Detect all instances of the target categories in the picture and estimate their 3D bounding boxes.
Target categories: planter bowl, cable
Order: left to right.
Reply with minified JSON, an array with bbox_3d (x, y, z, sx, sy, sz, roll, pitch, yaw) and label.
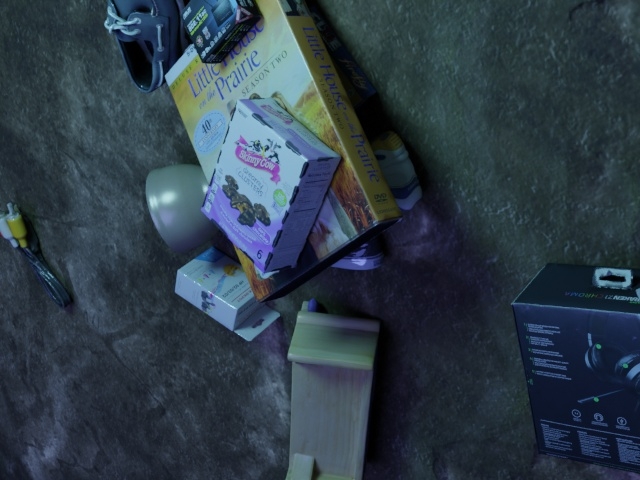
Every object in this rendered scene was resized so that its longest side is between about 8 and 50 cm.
[{"bbox_3d":[-0.677,0.036,2.149,0.140,0.072,0.287,-1,116,45],"label":"cable"},{"bbox_3d":[-0.223,-0.070,1.677,0.109,0.162,0.162,-20,105,17],"label":"planter bowl"}]

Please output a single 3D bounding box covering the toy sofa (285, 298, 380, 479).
[{"bbox_3d":[0.023,0.291,1.719,0.150,0.177,0.362,7,124,7],"label":"toy sofa"}]

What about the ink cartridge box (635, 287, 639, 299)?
[{"bbox_3d":[0.547,0.097,1.083,0.289,0.121,0.211,-27,99,12],"label":"ink cartridge box"}]

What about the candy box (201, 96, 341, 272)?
[{"bbox_3d":[-0.076,-0.081,1.354,0.165,0.070,0.196,43,126,31],"label":"candy box"}]

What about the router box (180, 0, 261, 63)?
[{"bbox_3d":[-0.150,-0.335,1.398,0.122,0.038,0.092,-38,71,42],"label":"router box"}]

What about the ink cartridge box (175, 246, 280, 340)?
[{"bbox_3d":[-0.169,0.098,1.759,0.181,0.104,0.061,31,132,19],"label":"ink cartridge box"}]

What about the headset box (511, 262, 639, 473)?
[{"bbox_3d":[0.421,0.172,1.315,0.246,0.131,0.283,2,117,38],"label":"headset box"}]

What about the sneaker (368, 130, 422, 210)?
[{"bbox_3d":[0.029,-0.063,1.496,0.296,0.112,0.131,-20,104,45],"label":"sneaker"}]

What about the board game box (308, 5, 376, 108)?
[{"bbox_3d":[-0.042,-0.234,1.495,0.165,0.042,0.243,54,135,-2],"label":"board game box"}]

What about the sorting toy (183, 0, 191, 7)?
[{"bbox_3d":[-0.240,-0.400,1.483,0.208,0.038,0.193,23,164,24],"label":"sorting toy"}]

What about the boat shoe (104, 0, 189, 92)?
[{"bbox_3d":[-0.282,-0.342,1.481,0.116,0.099,0.319,33,163,14],"label":"boat shoe"}]

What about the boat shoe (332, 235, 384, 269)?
[{"bbox_3d":[0.000,0.000,1.584,0.229,0.080,0.076,7,114,34],"label":"boat shoe"}]

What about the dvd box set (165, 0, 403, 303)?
[{"bbox_3d":[-0.072,-0.152,1.429,0.308,0.062,0.420,-34,74,44],"label":"dvd box set"}]
